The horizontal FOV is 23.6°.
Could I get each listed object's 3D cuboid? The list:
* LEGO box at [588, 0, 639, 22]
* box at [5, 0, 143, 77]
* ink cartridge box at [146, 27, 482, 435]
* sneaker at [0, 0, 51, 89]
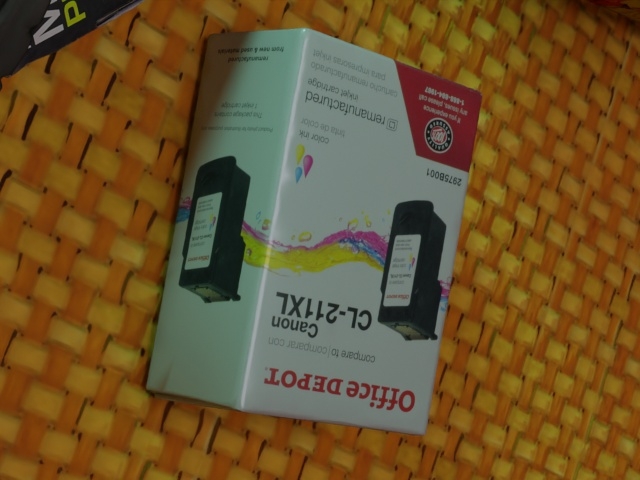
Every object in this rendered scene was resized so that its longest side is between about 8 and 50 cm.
[{"bbox_3d":[0.287,-0.366,0.841,0.372,0.193,0.500,8,89,-53],"label":"LEGO box"},{"bbox_3d":[-0.086,-0.230,0.587,0.216,0.060,0.270,-38,135,-37],"label":"box"},{"bbox_3d":[0.000,0.000,0.734,0.127,0.072,0.175,13,84,-43],"label":"ink cartridge box"},{"bbox_3d":[-0.200,-0.050,0.436,0.341,0.125,0.139,-51,151,-4],"label":"sneaker"}]
